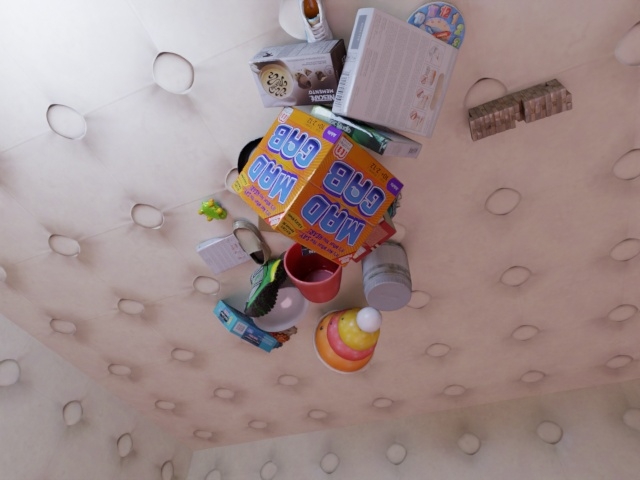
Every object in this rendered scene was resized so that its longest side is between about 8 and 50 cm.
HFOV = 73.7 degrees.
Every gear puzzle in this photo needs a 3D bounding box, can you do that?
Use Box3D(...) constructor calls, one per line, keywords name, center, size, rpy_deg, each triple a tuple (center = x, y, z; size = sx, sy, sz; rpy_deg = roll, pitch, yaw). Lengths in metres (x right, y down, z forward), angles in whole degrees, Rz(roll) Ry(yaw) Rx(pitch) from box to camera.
Box3D(name="gear puzzle", center=(-0.232, 0.534, 2.473), size=(0.176, 0.044, 0.339), rpy_deg=(28, 126, -21))

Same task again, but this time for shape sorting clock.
Box3D(name="shape sorting clock", center=(0.369, -0.668, 1.395), size=(0.207, 0.040, 0.206), rpy_deg=(1, 131, 1))

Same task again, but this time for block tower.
Box3D(name="block tower", center=(0.700, -0.467, 1.528), size=(0.336, 0.097, 0.090), rpy_deg=(-17, 128, 14))

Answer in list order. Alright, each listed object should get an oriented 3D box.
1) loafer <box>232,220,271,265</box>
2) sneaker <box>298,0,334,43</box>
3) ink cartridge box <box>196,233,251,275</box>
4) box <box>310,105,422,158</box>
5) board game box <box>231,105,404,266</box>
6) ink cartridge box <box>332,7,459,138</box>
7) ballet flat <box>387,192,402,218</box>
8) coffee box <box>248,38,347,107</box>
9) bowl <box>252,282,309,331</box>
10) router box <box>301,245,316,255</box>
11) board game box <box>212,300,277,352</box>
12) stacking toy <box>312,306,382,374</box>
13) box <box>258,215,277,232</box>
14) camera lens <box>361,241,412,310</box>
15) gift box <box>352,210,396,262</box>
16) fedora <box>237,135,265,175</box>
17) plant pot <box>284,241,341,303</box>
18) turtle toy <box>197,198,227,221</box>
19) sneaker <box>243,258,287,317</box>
Box3D(name="loafer", center=(-0.315, 0.015, 1.985), size=(0.102, 0.092, 0.268), rpy_deg=(-24, 128, 18))
Box3D(name="sneaker", center=(-0.016, -0.682, 1.361), size=(0.088, 0.092, 0.228), rpy_deg=(-16, 130, 13))
Box3D(name="ink cartridge box", center=(-0.456, 0.054, 2.069), size=(0.225, 0.056, 0.180), rpy_deg=(-26, 128, 0))
Box3D(name="box", center=(0.154, -0.369, 1.440), size=(0.322, 0.232, 0.058), rpy_deg=(34, 116, 30))
Box3D(name="board game box", center=(-0.015, -0.190, 1.487), size=(0.357, 0.356, 0.356), rpy_deg=(29, 99, -43))
Box3D(name="ink cartridge box", center=(0.248, -0.518, 1.373), size=(0.386, 0.091, 0.307), rpy_deg=(4, 109, -35))
Box3D(name="ballet flat", center=(0.318, -0.162, 1.831), size=(0.070, 0.070, 0.188), rpy_deg=(0, 135, 2))
Box3D(name="coffee box", center=(-0.061, -0.544, 1.405), size=(0.298, 0.118, 0.168), rpy_deg=(6, 137, 25))
Box3D(name="bowl", center=(-0.217, 0.317, 2.192), size=(0.298, 0.134, 0.297), rpy_deg=(-14, 129, -17))
Box3D(name="router box", center=(0.000, 0.000, 1.922), size=(0.179, 0.133, 0.046), rpy_deg=(-7, 131, -1))
Box3D(name="board game box", center=(-0.402, 0.447, 2.233), size=(0.254, 0.336, 0.079), rpy_deg=(37, 80, -26))
Box3D(name="stacking toy", center=(0.183, 0.437, 2.106), size=(0.351, 0.350, 0.479), rpy_deg=(15, 146, -11))
Box3D(name="box", center=(-0.180, -0.099, 1.928), size=(0.202, 0.021, 0.164), rpy_deg=(6, 131, -3))
Box3D(name="camera lens", center=(0.303, 0.159, 1.971), size=(0.220, 0.274, 0.219), rpy_deg=(1, 132, 1))
Box3D(name="gift box", center=(0.118, -0.095, 1.761), size=(0.277, 0.258, 0.255), rpy_deg=(-34, 123, 18))
Box3D(name="fedora", center=(-0.192, -0.244, 1.714), size=(0.335, 0.152, 0.333), rpy_deg=(1, 131, 1))
Box3D(name="plant pot", center=(-0.017, 0.154, 2.002), size=(0.276, 0.274, 0.243), rpy_deg=(-5, 141, 6))
Box3D(name="turtle toy", center=(-0.468, -0.132, 1.879), size=(0.095, 0.066, 0.130), rpy_deg=(-32, 124, 28))
Box3D(name="sneaker", center=(-0.274, 0.224, 2.012), size=(0.147, 0.343, 0.134), rpy_deg=(-1, 128, 25))
